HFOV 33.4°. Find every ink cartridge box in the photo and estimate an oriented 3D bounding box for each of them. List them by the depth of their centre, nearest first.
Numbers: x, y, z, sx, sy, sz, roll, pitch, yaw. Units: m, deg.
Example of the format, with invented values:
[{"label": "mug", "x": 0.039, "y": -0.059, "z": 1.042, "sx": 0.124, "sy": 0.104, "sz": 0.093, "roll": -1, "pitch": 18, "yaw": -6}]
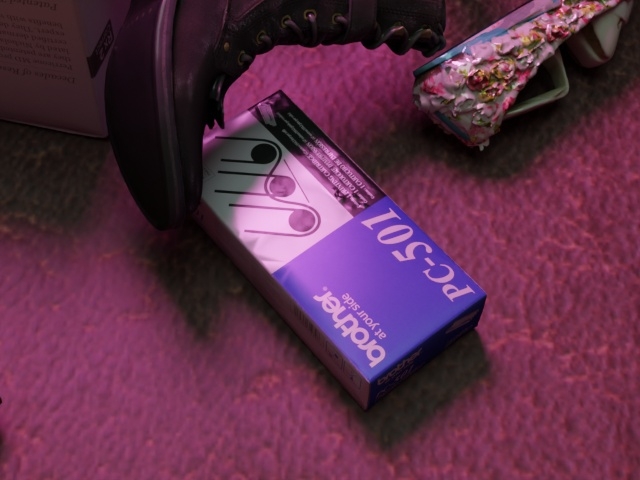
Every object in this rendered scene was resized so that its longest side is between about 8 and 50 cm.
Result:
[{"label": "ink cartridge box", "x": 0.000, "y": 0.000, "z": 0.687, "sx": 0.097, "sy": 0.046, "sz": 0.207, "roll": -35, "pitch": 65, "yaw": -21}]

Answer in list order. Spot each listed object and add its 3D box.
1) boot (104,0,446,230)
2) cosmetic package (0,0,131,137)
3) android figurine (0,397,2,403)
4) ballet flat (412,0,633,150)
[{"label": "boot", "x": -0.014, "y": -0.138, "z": 0.676, "sx": 0.229, "sy": 0.091, "sz": 0.263, "roll": -1, "pitch": 96, "yaw": -30}, {"label": "cosmetic package", "x": -0.203, "y": -0.193, "z": 0.719, "sx": 0.151, "sy": 0.184, "sz": 0.151, "roll": 11, "pitch": 58, "yaw": 6}, {"label": "android figurine", "x": -0.291, "y": 0.174, "z": 0.557, "sx": 0.248, "sy": 0.056, "sz": 0.273, "roll": 18, "pitch": 58, "yaw": 9}, {"label": "ballet flat", "x": 0.167, "y": -0.146, "z": 0.779, "sx": 0.241, "sy": 0.091, "sz": 0.077, "roll": -36, "pitch": 96, "yaw": -18}]
